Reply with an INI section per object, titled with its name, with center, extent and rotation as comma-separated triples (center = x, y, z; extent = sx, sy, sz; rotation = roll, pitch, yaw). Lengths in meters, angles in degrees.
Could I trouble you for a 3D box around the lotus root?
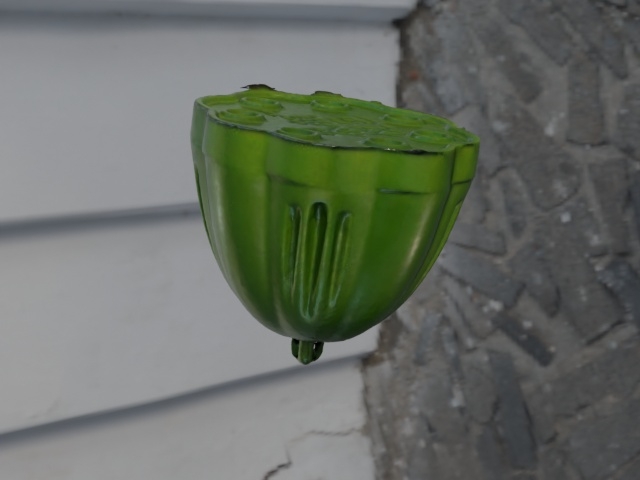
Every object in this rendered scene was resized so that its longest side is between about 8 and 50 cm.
[lotus root]
center = 0.000, 0.000, 0.794
extent = 0.186, 0.186, 0.186
rotation = 9, 102, 45
